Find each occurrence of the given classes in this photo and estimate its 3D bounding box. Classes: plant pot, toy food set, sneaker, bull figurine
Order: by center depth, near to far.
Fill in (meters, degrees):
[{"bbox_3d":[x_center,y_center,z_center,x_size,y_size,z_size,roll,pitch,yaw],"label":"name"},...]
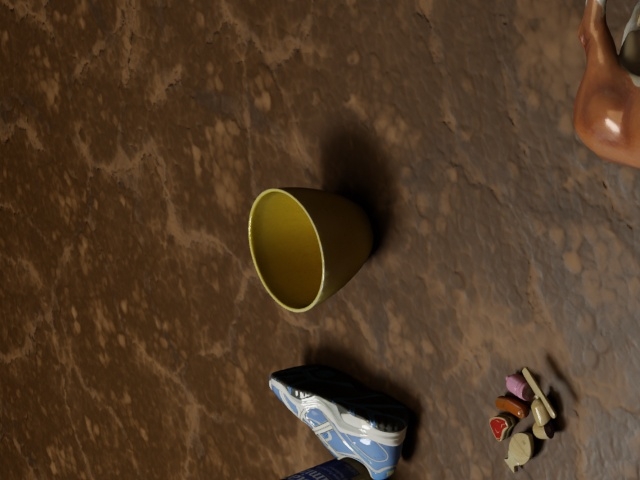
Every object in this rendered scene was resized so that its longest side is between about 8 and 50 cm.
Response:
[{"bbox_3d":[0.313,-0.105,1.164,0.310,0.101,0.188,19,115,47],"label":"bull figurine"},{"bbox_3d":[0.199,0.170,1.506,0.078,0.019,0.122,60,151,20],"label":"toy food set"},{"bbox_3d":[0.000,0.000,1.642,0.134,0.095,0.134,27,124,47],"label":"plant pot"},{"bbox_3d":[0.012,0.200,1.721,0.211,0.080,0.081,26,121,48],"label":"sneaker"}]

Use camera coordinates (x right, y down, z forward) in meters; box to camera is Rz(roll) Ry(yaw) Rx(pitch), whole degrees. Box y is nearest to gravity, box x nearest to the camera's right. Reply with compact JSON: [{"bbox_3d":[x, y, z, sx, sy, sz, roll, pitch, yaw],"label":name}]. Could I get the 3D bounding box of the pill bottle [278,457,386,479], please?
[{"bbox_3d":[-0.031,0.327,1.710,0.123,0.219,0.122,26,124,47],"label":"pill bottle"}]
